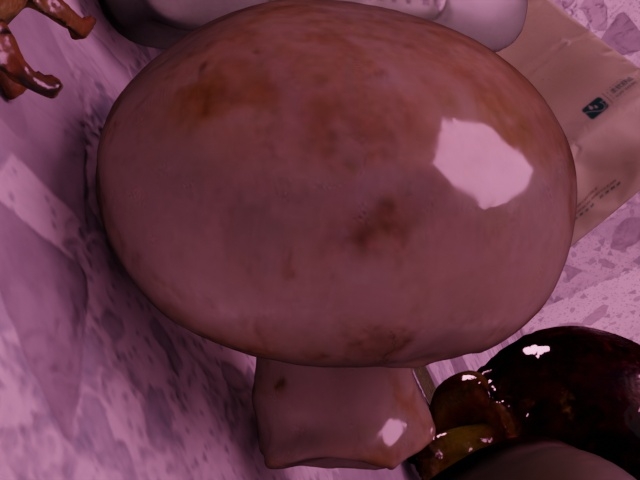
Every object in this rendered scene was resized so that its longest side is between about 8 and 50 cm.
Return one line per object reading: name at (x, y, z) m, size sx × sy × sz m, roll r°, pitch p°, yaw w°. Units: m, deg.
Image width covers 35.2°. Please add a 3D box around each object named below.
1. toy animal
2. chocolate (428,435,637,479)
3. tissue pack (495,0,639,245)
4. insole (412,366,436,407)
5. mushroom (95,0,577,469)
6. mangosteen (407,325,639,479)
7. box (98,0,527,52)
toy animal at (-0.175, -0.114, 0.512) m, size 0.099 × 0.057 × 0.241 m, roll 51°, pitch 18°, yaw -24°
chocolate at (0.095, 0.233, 0.528) m, size 0.186 × 0.283 × 0.283 m, roll 39°, pitch 18°, yaw -11°
tissue pack at (0.242, -0.112, 1.358) m, size 0.297 × 0.380 × 0.207 m, roll 50°, pitch 2°, yaw 42°
insole at (0.169, 0.249, 1.317) m, size 0.322 × 0.007 × 0.109 m, roll 64°, pitch 12°, yaw 3°
mushroom at (0.000, 0.000, 0.639) m, size 0.297 × 0.298 × 0.290 m, roll -87°, pitch -174°, yaw -66°
mangosteen at (0.258, 0.224, 1.096) m, size 0.293 × 0.297 × 0.297 m, roll 39°, pitch 15°, yaw -4°
box at (-0.002, -0.353, 0.849) m, size 0.397 × 0.111 × 0.395 m, roll -2°, pitch 90°, yaw -32°
